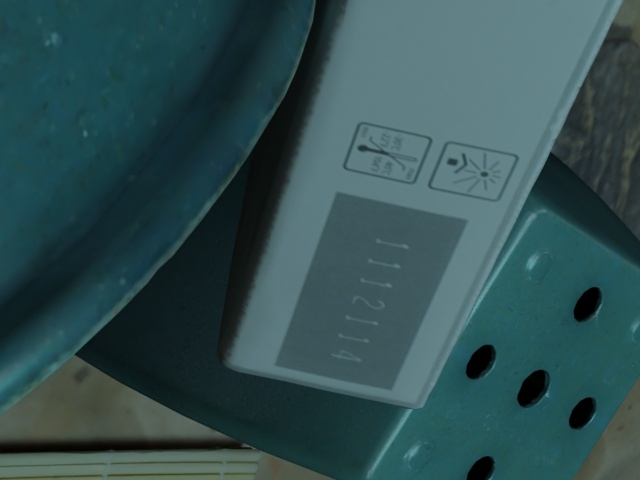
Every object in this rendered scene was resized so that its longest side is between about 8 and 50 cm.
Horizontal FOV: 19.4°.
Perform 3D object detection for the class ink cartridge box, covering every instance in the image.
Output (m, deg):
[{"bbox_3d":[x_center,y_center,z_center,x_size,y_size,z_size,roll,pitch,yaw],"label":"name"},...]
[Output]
[{"bbox_3d":[0.042,-0.145,0.479,0.066,0.261,0.296,12,141,-7],"label":"ink cartridge box"}]

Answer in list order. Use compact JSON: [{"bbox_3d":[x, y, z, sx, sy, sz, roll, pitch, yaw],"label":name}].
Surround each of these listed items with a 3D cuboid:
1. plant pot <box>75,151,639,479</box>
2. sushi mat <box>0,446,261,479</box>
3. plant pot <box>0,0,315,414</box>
[{"bbox_3d":[0.000,0.000,0.688,0.166,0.234,0.165,28,96,-49],"label":"plant pot"},{"bbox_3d":[-0.166,0.155,0.800,0.317,0.019,0.151,5,111,-44],"label":"sushi mat"},{"bbox_3d":[-0.213,-0.141,0.356,0.341,0.341,0.334,-37,128,-19],"label":"plant pot"}]
